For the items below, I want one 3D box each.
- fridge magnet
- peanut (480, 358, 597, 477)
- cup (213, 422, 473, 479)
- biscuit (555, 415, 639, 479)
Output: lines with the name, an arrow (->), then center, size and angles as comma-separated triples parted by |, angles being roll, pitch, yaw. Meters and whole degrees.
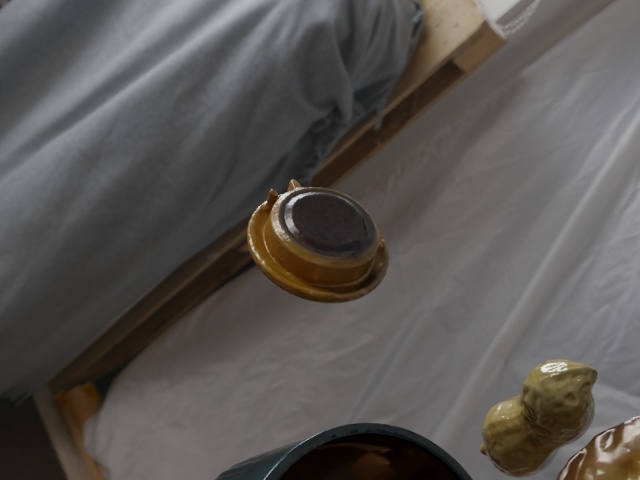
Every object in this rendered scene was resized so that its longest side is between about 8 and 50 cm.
fridge magnet -> 0.000, 0.000, 0.763 | 0.143, 0.063, 0.143 | 11, 43, -10
peanut -> 0.287, 0.238, 1.042 | 0.117, 0.263, 0.101 | -13, 59, -27
cup -> 0.021, 0.303, 0.774 | 0.307, 0.292, 0.242 | -22, 81, -27
biscuit -> 0.389, 0.337, 0.850 | 0.102, 0.296, 0.296 | 45, 21, -45
